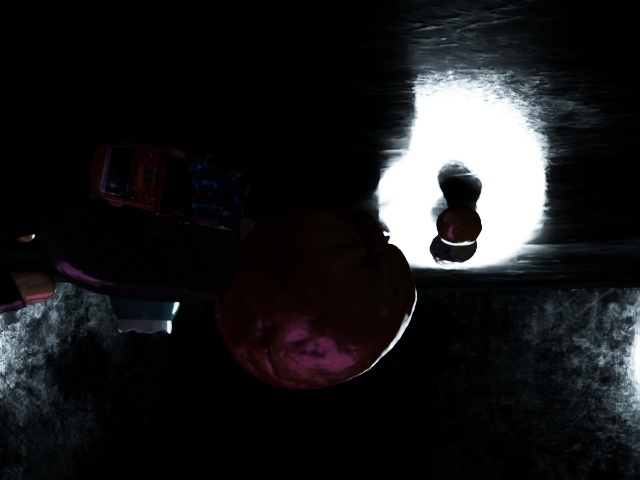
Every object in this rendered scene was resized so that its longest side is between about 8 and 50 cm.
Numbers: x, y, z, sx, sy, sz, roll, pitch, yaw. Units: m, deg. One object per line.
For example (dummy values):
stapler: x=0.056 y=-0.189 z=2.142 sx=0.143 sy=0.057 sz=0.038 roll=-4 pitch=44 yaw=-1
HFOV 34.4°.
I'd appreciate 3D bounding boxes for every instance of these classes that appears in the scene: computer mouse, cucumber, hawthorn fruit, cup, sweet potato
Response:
computer mouse: x=-0.208 y=-0.003 z=1.149 sx=0.086 sy=0.137 sz=0.270 roll=-10 pitch=167 yaw=43
cucumber: x=0.208 y=0.009 z=1.626 sx=0.064 sy=0.064 sz=0.112 roll=2 pitch=172 yaw=-6
hawthorn fruit: x=-0.012 y=0.073 z=1.348 sx=0.262 sy=0.258 sz=0.258 roll=-22 pitch=169 yaw=12
cup: x=-0.353 y=0.101 z=2.091 sx=0.167 sy=0.173 sz=0.300 roll=-2 pitch=174 yaw=41
sweet potato: x=0.187 y=-0.020 z=1.365 sx=0.056 sy=0.056 sz=0.195 roll=0 pitch=180 yaw=13

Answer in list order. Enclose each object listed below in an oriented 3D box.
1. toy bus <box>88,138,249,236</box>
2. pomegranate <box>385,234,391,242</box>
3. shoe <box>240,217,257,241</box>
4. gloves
toy bus: x=-0.137 y=-0.049 z=1.007 sx=0.096 sy=0.073 sz=0.235 roll=7 pitch=177 yaw=16
pomegranate: x=0.041 y=0.058 z=1.770 sx=0.148 sy=0.148 sz=0.169 roll=3 pitch=168 yaw=-21
shoe: x=-0.092 y=0.016 z=1.575 sx=0.092 sy=0.089 sz=0.180 roll=5 pitch=176 yaw=-24
gloves: x=-0.394 y=0.007 z=1.129 sx=0.301 sy=0.197 sz=0.152 roll=-15 pitch=151 yaw=-36
